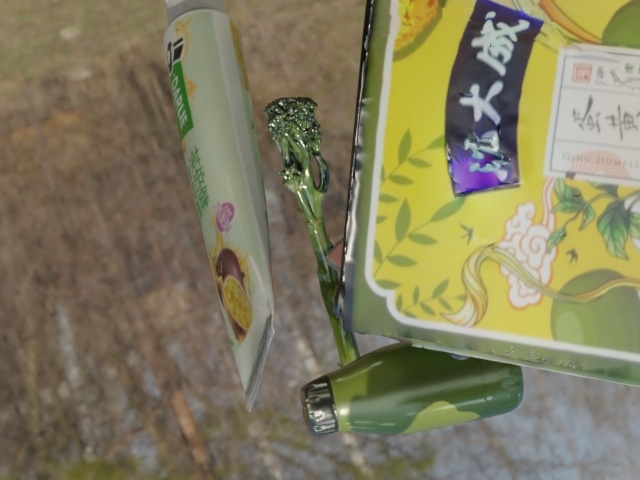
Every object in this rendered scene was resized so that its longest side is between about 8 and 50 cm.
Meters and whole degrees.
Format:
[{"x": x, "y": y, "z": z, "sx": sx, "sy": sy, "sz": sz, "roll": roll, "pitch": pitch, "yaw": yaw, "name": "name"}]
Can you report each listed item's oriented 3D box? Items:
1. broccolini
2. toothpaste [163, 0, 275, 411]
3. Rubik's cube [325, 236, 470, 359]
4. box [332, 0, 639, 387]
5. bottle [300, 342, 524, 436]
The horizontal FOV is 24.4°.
[{"x": -0.005, "y": 0.001, "z": 1.955, "sx": 0.074, "sy": 0.392, "sz": 0.079, "roll": -15, "pitch": -178, "yaw": -36, "name": "broccolini"}, {"x": -0.058, "y": -0.048, "z": 0.907, "sx": 0.056, "sy": 0.314, "sz": 0.058, "roll": -27, "pitch": 139, "yaw": 18, "name": "toothpaste"}, {"x": 0.164, "y": 0.013, "z": 1.721, "sx": 0.228, "sy": 0.233, "sz": 0.229, "roll": -33, "pitch": 167, "yaw": -13, "name": "Rubik's cube"}, {"x": 0.236, "y": -0.092, "z": 1.013, "sx": 0.420, "sy": 0.373, "sz": 0.138, "roll": 10, "pitch": -166, "yaw": 18, "name": "box"}, {"x": 0.107, "y": 0.177, "z": 1.781, "sx": 0.260, "sy": 0.112, "sz": 0.112, "roll": -11, "pitch": 178, "yaw": -7, "name": "bottle"}]
